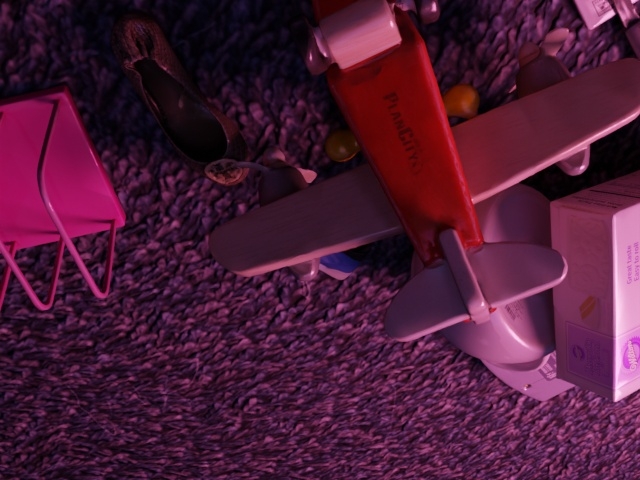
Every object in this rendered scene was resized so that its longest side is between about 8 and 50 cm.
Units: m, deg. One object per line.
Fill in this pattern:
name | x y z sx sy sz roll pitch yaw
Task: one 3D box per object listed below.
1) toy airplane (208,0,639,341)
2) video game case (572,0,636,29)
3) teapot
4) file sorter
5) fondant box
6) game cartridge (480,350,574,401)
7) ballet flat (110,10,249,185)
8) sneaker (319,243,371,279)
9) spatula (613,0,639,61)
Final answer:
toy airplane | 0.110 -0.084 0.831 0.386 0.272 0.384 22 99 2
video game case | 0.343 -0.353 0.805 0.201 0.023 0.183 -31 127 18
teapot | 0.214 0.052 1.013 0.253 0.255 0.187 5 166 -40
file sorter | -0.405 -0.018 0.866 0.291 0.182 0.202 -12 130 1
fondant box | 0.441 0.029 0.956 0.330 0.096 0.238 -18 110 -27
game cartridge | 0.345 0.145 1.199 0.196 0.060 0.294 -35 126 15
ballet flat | -0.160 -0.150 0.874 0.084 0.058 0.249 -22 129 11
sneaker | 0.000 -0.001 1.020 0.152 0.058 0.084 22 129 -29
spatula | 0.347 -0.259 0.848 0.084 0.030 0.296 -35 126 18
